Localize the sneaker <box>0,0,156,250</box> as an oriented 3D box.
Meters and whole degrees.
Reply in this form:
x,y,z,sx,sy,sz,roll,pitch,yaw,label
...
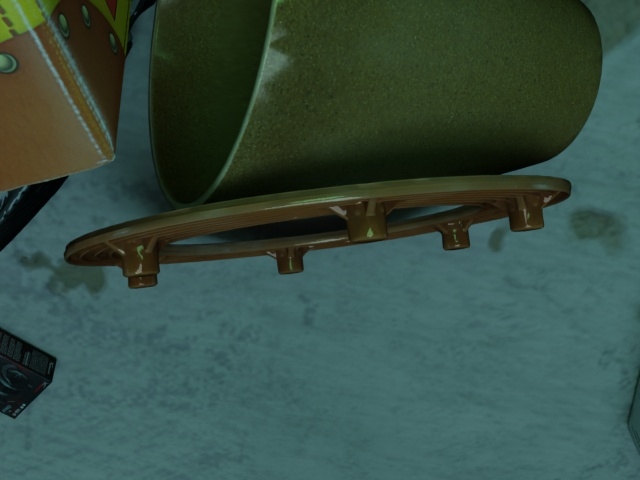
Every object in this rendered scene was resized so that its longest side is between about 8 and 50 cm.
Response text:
x,y,z,sx,sy,sz,roll,pitch,yaw,label
-0.225,-0.115,0.649,0.146,0.122,0.330,32,119,-5,sneaker

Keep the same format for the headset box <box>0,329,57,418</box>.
x,y,z,sx,sy,sz,roll,pitch,yaw,label
-0.289,0.114,0.843,0.083,0.032,0.062,36,115,-28,headset box

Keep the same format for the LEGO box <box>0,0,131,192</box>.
x,y,z,sx,sy,sz,roll,pitch,yaw,label
-0.231,-0.301,0.282,0.193,0.372,0.500,-12,138,7,LEGO box

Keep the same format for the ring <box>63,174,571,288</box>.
x,y,z,sx,sy,sz,roll,pitch,yaw,label
0.000,0.000,0.640,0.337,0.336,0.032,-7,85,-1,ring

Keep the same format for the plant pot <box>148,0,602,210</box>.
x,y,z,sx,sy,sz,roll,pitch,yaw,label
0.043,-0.121,0.607,0.254,0.237,0.237,7,125,-25,plant pot

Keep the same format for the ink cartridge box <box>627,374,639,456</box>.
x,y,z,sx,sy,sz,roll,pitch,yaw,label
0.388,0.127,0.883,0.153,0.086,0.208,-3,126,-3,ink cartridge box
